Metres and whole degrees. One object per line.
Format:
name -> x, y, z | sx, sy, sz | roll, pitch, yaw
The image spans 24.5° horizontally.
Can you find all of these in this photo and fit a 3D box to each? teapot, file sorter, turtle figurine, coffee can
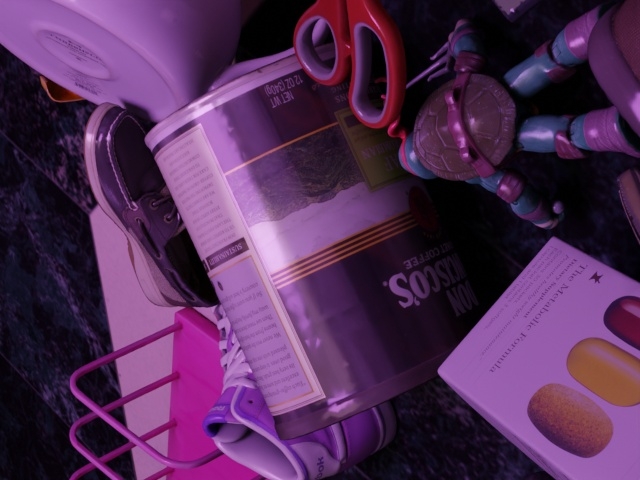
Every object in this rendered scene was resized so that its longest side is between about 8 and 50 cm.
teapot -> -0.158, -0.229, 1.232 | 0.252, 0.187, 0.256 | 10, 156, 48
file sorter -> -0.150, 0.263, 1.542 | 0.202, 0.182, 0.291 | 32, 130, 35
turtle figurine -> 0.137, -0.086, 1.102 | 0.234, 0.118, 0.175 | -18, 94, 45
coffee can -> 0.000, 0.000, 1.224 | 0.201, 0.201, 0.275 | -28, 87, 51

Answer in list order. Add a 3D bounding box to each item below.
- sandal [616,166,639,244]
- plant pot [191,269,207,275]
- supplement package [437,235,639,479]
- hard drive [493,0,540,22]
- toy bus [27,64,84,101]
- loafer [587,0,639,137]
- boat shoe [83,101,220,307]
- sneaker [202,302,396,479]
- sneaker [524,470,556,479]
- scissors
sandal -> 0.317, 0.054, 0.985 | 0.086, 0.120, 0.303 | -47, 69, 2
plant pot -> -0.092, -0.046, 1.390 | 0.134, 0.095, 0.134 | 26, 128, 39
supplement package -> 0.215, 0.117, 0.993 | 0.134, 0.139, 0.244 | 42, 177, -28
hard drive -> 0.156, -0.230, 1.028 | 0.135, 0.022, 0.094 | -38, 93, 32
toy bus -> -0.250, -0.271, 1.437 | 0.211, 0.149, 0.220 | 36, 136, 50
loafer -> 0.311, -0.042, 0.901 | 0.366, 0.134, 0.130 | 51, 138, 19
boat shoe -> -0.140, -0.027, 1.303 | 0.073, 0.080, 0.223 | 7, 135, 28
sneaker -> -0.067, 0.105, 1.389 | 0.282, 0.161, 0.102 | 50, 140, 22
sneaker -> 0.276, 0.174, 1.090 | 0.281, 0.106, 0.162 | 12, 113, 34
scissors -> 0.025, -0.209, 1.027 | 0.109, 0.021, 0.297 | 37, 143, 31
